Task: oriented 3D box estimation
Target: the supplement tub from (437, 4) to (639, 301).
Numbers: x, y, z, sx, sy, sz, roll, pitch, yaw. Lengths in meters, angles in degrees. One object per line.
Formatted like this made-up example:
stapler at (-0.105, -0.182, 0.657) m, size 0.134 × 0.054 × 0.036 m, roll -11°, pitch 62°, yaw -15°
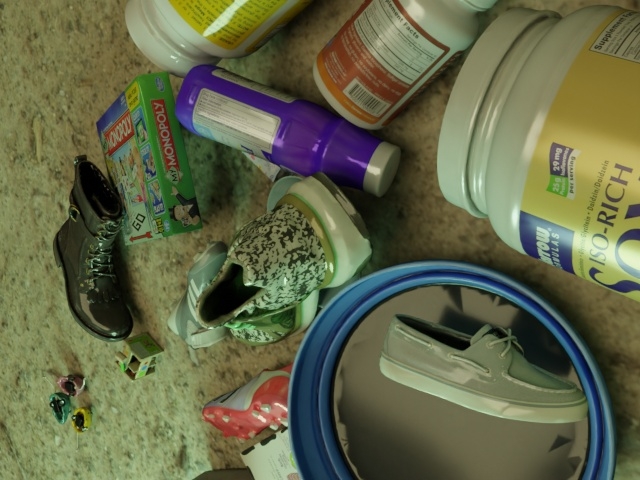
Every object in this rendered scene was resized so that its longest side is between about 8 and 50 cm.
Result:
supplement tub at (0.298, -0.068, 0.675) m, size 0.331 × 0.241 × 0.241 m, roll 25°, pitch 114°, yaw 31°

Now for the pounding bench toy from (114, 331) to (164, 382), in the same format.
pounding bench toy at (-0.324, 0.207, 1.310) m, size 0.052 × 0.083 × 0.065 m, roll 41°, pitch 121°, yaw 23°

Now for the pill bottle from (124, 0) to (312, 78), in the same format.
pill bottle at (-0.095, -0.349, 0.943) m, size 0.334 × 0.188 × 0.188 m, roll -31°, pitch 81°, yaw 37°

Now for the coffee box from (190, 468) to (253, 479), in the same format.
coffee box at (-0.121, 0.524, 1.203) m, size 0.168 × 0.119 × 0.297 m, roll -15°, pitch 91°, yaw 37°

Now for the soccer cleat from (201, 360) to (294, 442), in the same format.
soccer cleat at (-0.098, 0.244, 1.161) m, size 0.083 × 0.095 × 0.248 m, roll 41°, pitch 145°, yaw -14°

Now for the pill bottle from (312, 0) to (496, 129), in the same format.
pill bottle at (0.099, -0.236, 0.864) m, size 0.216 × 0.121 × 0.121 m, roll -42°, pitch 74°, yaw 35°

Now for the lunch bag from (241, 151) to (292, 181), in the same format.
lunch bag at (-0.058, -0.134, 1.051) m, size 0.071 × 0.053 × 0.083 m, roll 45°, pitch 116°, yaw 18°

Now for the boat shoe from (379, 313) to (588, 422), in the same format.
boat shoe at (0.169, 0.129, 0.807) m, size 0.227 × 0.079 × 0.081 m, roll 12°, pitch 102°, yaw 28°

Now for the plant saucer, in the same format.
plant saucer at (0.000, 0.000, 1.024) m, size 0.195 × 0.037 × 0.195 m, roll 34°, pitch 136°, yaw 40°

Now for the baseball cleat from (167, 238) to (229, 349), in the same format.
baseball cleat at (-0.170, 0.092, 1.185) m, size 0.109 × 0.072 × 0.206 m, roll 44°, pitch 133°, yaw 14°

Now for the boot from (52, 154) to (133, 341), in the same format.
boot at (-0.370, 0.019, 1.267) m, size 0.263 × 0.091 × 0.229 m, roll 58°, pitch 141°, yaw 15°

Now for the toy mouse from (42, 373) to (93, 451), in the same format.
toy mouse at (-0.491, 0.307, 1.493) m, size 0.143 × 0.031 × 0.161 m, roll 35°, pitch 119°, yaw 26°

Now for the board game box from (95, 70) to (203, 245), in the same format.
board game box at (-0.263, -0.106, 1.134) m, size 0.317 × 0.046 × 0.213 m, roll -8°, pitch 96°, yaw 64°

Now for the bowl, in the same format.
bowl at (0.147, 0.216, 0.909) m, size 0.391 × 0.077 × 0.391 m, roll 1°, pitch 93°, yaw 26°

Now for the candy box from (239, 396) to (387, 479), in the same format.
candy box at (0.008, 0.325, 1.090) m, size 0.233 × 0.071 × 0.159 m, roll -36°, pitch 77°, yaw 36°

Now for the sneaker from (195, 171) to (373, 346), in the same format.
sneaker at (-0.094, 0.055, 0.985) m, size 0.158 × 0.182 × 0.410 m, roll 58°, pitch 151°, yaw 13°

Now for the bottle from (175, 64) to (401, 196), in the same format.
bottle at (-0.040, -0.135, 0.957) m, size 0.283 × 0.118 × 0.092 m, roll 24°, pitch 96°, yaw 16°
